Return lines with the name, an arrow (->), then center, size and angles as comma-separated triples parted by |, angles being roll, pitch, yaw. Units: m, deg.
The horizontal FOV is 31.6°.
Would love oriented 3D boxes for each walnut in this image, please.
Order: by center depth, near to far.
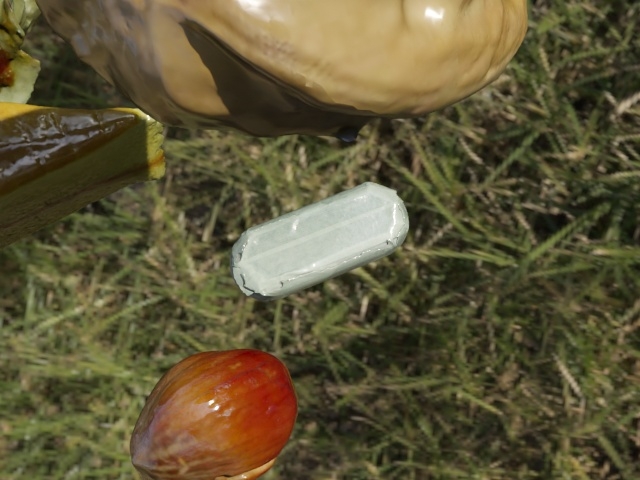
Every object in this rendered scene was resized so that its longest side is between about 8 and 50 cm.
walnut -> -0.008, -0.244, 0.745 | 0.383, 0.383, 0.383 | -16, 67, 44

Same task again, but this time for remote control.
remote control -> 0.000, 0.000, 1.475 | 0.052, 0.247, 0.104 | 116, 130, -79

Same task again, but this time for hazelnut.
hazelnut -> -0.132, 0.232, 1.400 | 0.212, 0.181, 0.181 | 114, 177, -49

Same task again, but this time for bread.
bread -> -0.416, -0.141, 1.574 | 0.245, 0.361, 0.233 | 61, 166, 10

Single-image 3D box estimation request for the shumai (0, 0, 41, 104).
shumai -> -0.560, -0.310, 1.619 | 0.292, 0.330, 0.288 | 143, 135, -73
